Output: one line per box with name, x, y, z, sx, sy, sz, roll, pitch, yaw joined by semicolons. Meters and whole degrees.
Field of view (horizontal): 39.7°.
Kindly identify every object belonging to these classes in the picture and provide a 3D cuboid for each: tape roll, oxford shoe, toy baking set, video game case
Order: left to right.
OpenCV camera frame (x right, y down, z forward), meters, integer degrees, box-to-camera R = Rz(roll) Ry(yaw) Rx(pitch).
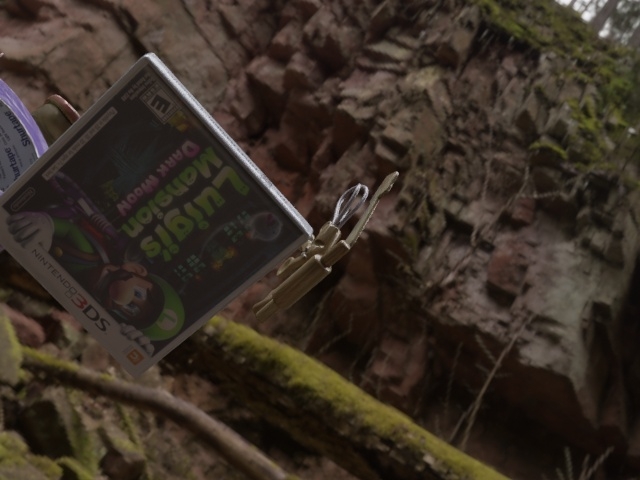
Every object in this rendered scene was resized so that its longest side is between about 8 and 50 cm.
tape roll;-0.348;-0.080;0.882;0.080;0.189;0.189;-24;-58;12
oxford shoe;-0.532;-0.165;1.683;0.140;0.146;0.397;54;-26;-11
video game case;-0.131;-0.011;0.656;0.190;0.022;0.173;-39;-79;18
toy baking set;-0.002;0.004;1.179;0.030;0.197;0.256;42;-61;-14

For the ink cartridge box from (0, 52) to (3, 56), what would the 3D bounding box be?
ink cartridge box;-0.630;-0.184;1.351;0.239;0.275;0.060;-35;-69;30
